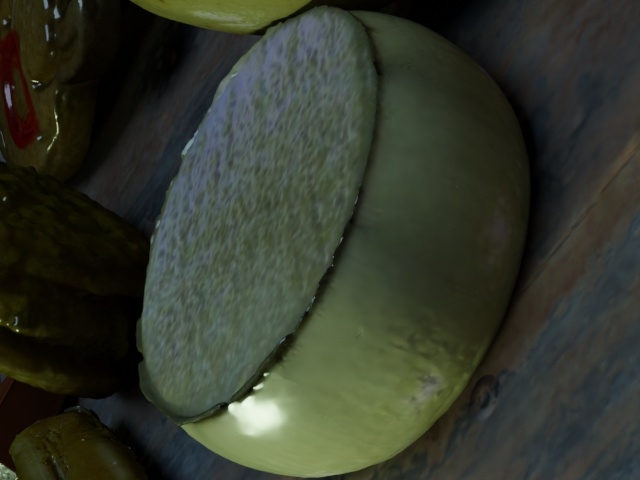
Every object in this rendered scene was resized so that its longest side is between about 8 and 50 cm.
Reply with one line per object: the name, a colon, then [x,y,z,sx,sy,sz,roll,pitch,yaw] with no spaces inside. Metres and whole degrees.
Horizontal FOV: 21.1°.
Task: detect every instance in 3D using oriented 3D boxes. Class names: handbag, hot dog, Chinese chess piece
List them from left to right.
handbag: [-0.275,0.186,1.361,0.190,0.062,0.127,-48,13,35]
hot dog: [-0.141,0.192,1.140,0.083,0.068,0.289,-28,28,-12]
Chinese chess piece: [0.000,0.000,0.981,0.270,0.112,0.270,-40,38,42]

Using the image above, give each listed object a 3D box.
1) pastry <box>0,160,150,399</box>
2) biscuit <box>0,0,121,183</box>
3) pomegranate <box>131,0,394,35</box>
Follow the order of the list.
pastry: [-0.236,0.011,1.261,0.240,0.235,0.132,27,91,51]
biscuit: [-0.240,-0.219,1.476,0.314,0.063,0.368,-128,42,-56]
pomegranate: [-0.029,-0.278,1.038,0.319,0.319,0.319,-39,40,43]
